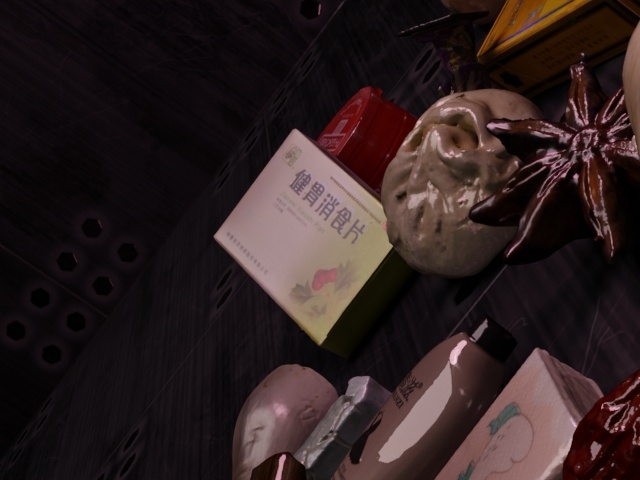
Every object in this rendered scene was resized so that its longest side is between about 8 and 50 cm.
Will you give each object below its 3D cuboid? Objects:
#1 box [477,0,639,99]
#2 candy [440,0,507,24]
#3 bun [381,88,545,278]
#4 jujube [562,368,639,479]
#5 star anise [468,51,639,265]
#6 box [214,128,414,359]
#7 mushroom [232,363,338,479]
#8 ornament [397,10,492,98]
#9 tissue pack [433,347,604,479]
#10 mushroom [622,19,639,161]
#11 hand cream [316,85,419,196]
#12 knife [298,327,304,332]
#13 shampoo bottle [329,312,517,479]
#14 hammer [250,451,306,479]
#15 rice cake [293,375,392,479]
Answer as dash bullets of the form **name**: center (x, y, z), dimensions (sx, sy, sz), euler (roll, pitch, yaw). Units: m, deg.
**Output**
- **box**: center (0.305, -0.284, 1.817), dimensions (0.193, 0.084, 0.301), euler (-59, 13, -20)
- **candy**: center (0.259, -0.418, 2.297), dimensions (0.234, 0.102, 0.104), euler (-52, 13, 7)
- **bun**: center (0.145, -0.069, 1.717), dimensions (0.231, 0.133, 0.231), euler (-46, 23, 26)
- **jujube**: center (0.228, 0.122, 0.998), dimensions (0.176, 0.109, 0.112), euler (-45, 50, 28)
- **star anise**: center (0.254, -0.059, 1.423), dimensions (0.272, 0.102, 0.272), euler (-25, 40, 22)
- **box**: center (0.000, 0.000, 1.963), dimensions (0.175, 0.062, 0.260), euler (-53, 45, 7)
- **mushroom**: center (-0.059, 0.239, 1.782), dimensions (0.116, 0.093, 0.225), euler (-14, 32, 39)
- **ornament**: center (0.172, -0.163, 1.846), dimensions (0.081, 0.203, 0.088), euler (-23, -7, 41)
- **tissue pack**: center (0.103, 0.245, 1.213), dimensions (0.325, 0.071, 0.170), euler (-53, 14, 10)
- **mushroom**: center (0.331, -0.158, 1.045), dimensions (0.315, 0.315, 0.356), euler (-60, -21, -22)
- **hand cream**: center (0.059, -0.096, 2.141), dimensions (0.193, 0.125, 0.193), euler (-50, 14, 18)
- **knife**: center (0.006, 0.074, 2.141), dimensions (0.121, 0.018, 0.031), euler (-60, 12, -14)
- **shampoo bottle**: center (0.085, 0.176, 1.442), dimensions (0.257, 0.078, 0.127), euler (-52, 12, 7)
- **hammer**: center (-0.060, 0.351, 1.441), dimensions (0.242, 0.095, 0.409), euler (-47, 18, 38)
- **rice cake**: center (-0.033, 0.282, 1.634), dimensions (0.336, 0.066, 0.063), euler (-55, 21, 3)
